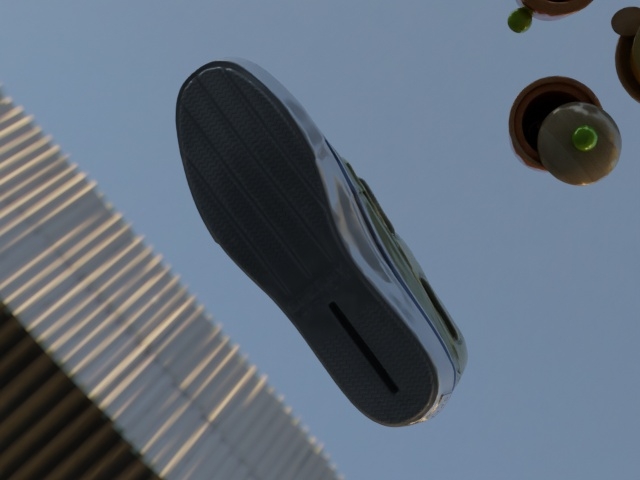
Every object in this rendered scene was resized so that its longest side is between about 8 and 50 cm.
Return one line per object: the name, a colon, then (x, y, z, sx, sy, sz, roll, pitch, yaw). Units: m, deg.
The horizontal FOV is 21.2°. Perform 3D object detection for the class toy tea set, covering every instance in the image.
toy tea set: (0.234, -0.206, 1.314, 0.200, 0.124, 0.336, 3, -97, -2)

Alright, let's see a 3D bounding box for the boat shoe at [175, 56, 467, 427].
boat shoe: (0.000, 0.000, 1.249, 0.109, 0.094, 0.302, -33, -92, 24)
